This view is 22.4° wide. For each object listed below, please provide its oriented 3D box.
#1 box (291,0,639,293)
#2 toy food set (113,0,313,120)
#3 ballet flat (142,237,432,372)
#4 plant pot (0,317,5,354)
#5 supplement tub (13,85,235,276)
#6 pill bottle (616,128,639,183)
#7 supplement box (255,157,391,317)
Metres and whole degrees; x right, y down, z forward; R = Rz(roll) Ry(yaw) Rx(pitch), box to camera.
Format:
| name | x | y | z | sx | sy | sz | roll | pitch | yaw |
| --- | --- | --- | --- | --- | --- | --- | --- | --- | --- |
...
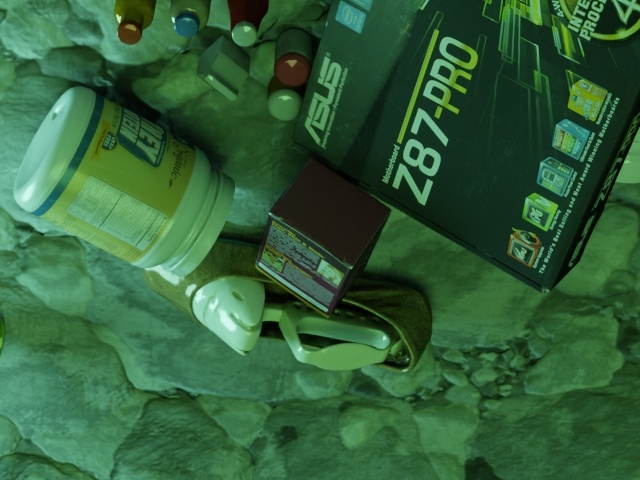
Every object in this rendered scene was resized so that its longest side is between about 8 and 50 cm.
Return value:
| name | x | y | z | sx | sy | sz | roll | pitch | yaw |
| --- | --- | --- | --- | --- | --- | --- | --- | --- | --- |
| box | 0.165 | -0.186 | 1.546 | 0.318 | 0.097 | 0.395 | 32 | 129 | 17 |
| toy food set | -0.093 | -0.193 | 1.622 | 0.232 | 0.104 | 0.111 | 38 | 120 | -25 |
| ballet flat | -0.036 | 0.086 | 1.831 | 0.342 | 0.124 | 0.116 | 15 | 129 | -10 |
| plant pot | -0.425 | 0.123 | 1.906 | 0.079 | 0.083 | 0.083 | 14 | 128 | 5 |
| supplement tub | -0.206 | -0.059 | 1.707 | 0.200 | 0.144 | 0.144 | 28 | 124 | -20 |
| pill bottle | 0.323 | -0.183 | 1.600 | 0.136 | 0.136 | 0.245 | 7 | 128 | -4 |
| supplement box | 0.000 | 0.000 | 1.716 | 0.104 | 0.081 | 0.188 | 34 | 161 | 5 |
